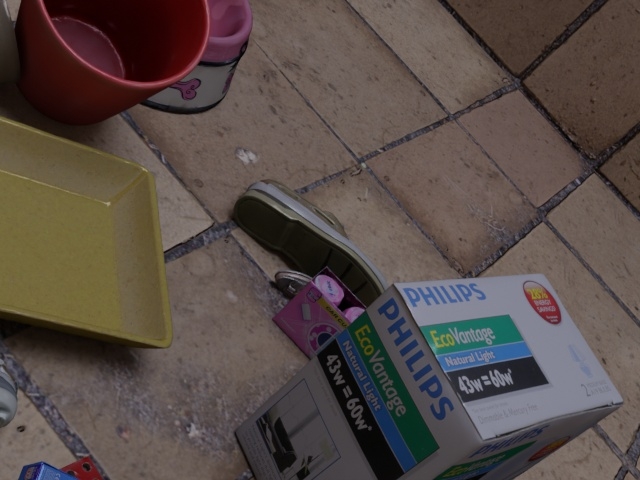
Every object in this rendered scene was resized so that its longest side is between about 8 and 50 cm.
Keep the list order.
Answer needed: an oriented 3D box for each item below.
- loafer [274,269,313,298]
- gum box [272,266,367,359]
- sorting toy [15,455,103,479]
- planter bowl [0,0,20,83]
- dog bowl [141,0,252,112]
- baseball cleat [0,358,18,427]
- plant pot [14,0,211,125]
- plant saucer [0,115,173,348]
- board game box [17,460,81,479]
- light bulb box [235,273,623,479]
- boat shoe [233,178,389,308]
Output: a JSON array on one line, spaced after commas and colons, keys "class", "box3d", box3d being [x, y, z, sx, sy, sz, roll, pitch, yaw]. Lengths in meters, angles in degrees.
[{"class": "loafer", "box3d": [-0.021, 0.088, 1.628, 0.125, 0.045, 0.039, 27, 44, -29]}, {"class": "gum box", "box3d": [0.031, 0.149, 1.556, 0.188, 0.107, 0.062, 46, 33, 2]}, {"class": "sorting toy", "box3d": [-0.307, 0.315, 1.073, 0.275, 0.046, 0.132, -12, 63, -52]}, {"class": "planter bowl", "box3d": [-0.512, -0.299, 1.439, 0.109, 0.162, 0.162, -15, 62, -23]}, {"class": "dog bowl", "box3d": [-0.300, -0.430, 1.792, 0.408, 0.150, 0.408, 28, 38, -24]}, {"class": "baseball cleat", "box3d": [-0.440, 0.150, 1.107, 0.206, 0.072, 0.109, 29, 21, -26]}, {"class": "plant pot", "box3d": [-0.337, -0.306, 1.487, 0.275, 0.243, 0.274, 13, 66, -31]}, {"class": "plant saucer", "box3d": [-0.372, -0.004, 1.318, 0.333, 0.081, 0.332, 19, 41, -34]}, {"class": "board game box", "box3d": [-0.242, 0.348, 1.036, 0.210, 0.047, 0.160, 36, 52, -29]}, {"class": "light bulb box", "box3d": [0.147, 0.240, 1.353, 0.358, 0.361, 0.225, -1, 54, -47]}, {"class": "boat shoe", "box3d": [0.000, 0.000, 1.678, 0.302, 0.113, 0.103, 40, 37, -4]}]
